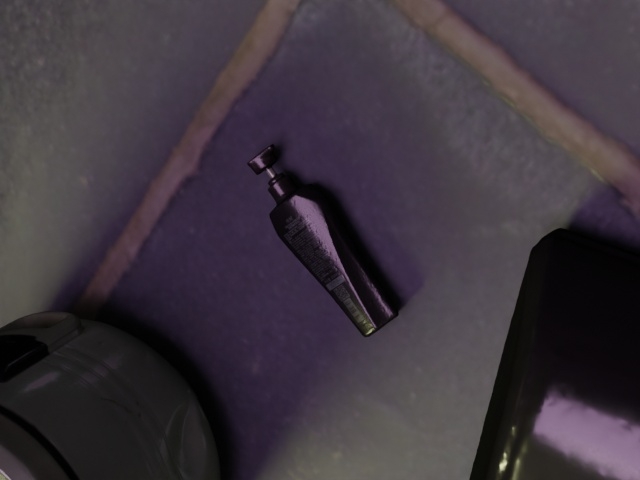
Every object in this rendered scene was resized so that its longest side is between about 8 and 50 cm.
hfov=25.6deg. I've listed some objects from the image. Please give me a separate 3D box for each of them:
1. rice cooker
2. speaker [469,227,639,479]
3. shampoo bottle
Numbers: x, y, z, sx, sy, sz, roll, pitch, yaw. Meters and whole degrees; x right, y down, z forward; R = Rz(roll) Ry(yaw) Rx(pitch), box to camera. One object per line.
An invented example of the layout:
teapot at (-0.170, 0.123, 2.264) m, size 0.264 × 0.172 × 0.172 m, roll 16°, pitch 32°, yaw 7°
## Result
rice cooker at (-0.203, 0.176, 0.954) m, size 0.226 × 0.244 × 0.226 m, roll 11°, pitch 116°, yaw 24°
speaker at (0.142, 0.212, 0.819) m, size 0.180 × 0.184 × 0.388 m, roll 21°, pitch 114°, yaw 21°
shampoo bottle at (0.000, 0.000, 0.912) m, size 0.048 × 0.027 × 0.137 m, roll -38°, pitch 87°, yaw 41°
